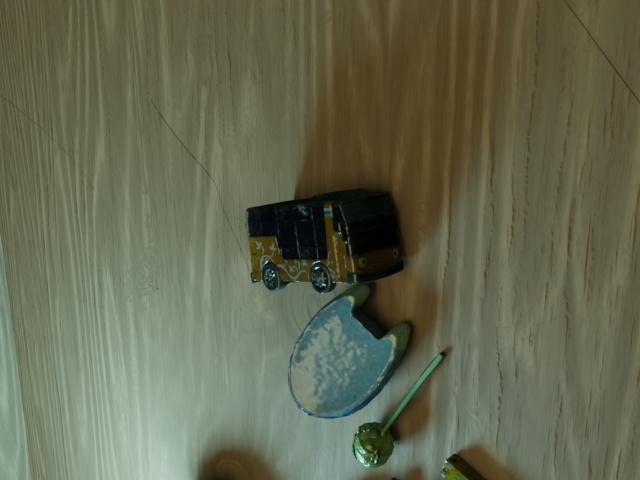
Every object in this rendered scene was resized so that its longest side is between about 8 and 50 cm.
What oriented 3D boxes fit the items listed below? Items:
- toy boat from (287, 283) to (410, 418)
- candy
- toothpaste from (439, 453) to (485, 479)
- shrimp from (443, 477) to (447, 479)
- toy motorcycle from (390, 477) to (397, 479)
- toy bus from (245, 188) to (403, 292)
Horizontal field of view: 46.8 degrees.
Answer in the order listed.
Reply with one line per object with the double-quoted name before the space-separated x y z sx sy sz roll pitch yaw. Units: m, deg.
"toy boat" 0.061 0.247 1.604 0.215 0.123 0.330 41 116 18
"candy" 0.166 0.351 1.543 0.092 0.093 0.335 38 120 13
"toothpaste" 0.317 0.499 1.460 0.178 0.037 0.043 39 125 30
"shrimp" 0.289 0.529 1.507 0.108 0.023 0.059 48 140 23
"toy motorcycle" 0.187 0.598 1.603 0.100 0.058 0.173 -6 99 38
"toy bus" 0.000 0.000 1.535 0.323 0.162 0.194 -3 97 46
